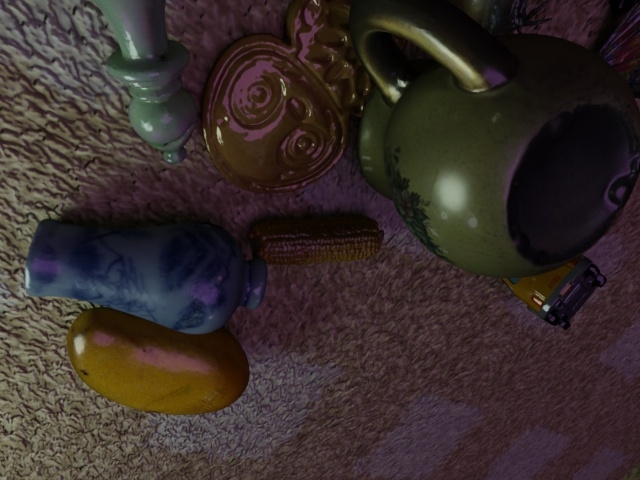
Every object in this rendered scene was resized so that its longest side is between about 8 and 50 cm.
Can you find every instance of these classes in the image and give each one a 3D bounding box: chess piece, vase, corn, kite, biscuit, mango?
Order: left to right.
[{"bbox_3d":[-0.167,-0.188,0.456,0.139,0.139,0.271,-17,136,-15],"label":"chess piece"},{"bbox_3d":[-0.213,0.158,0.650,0.157,0.109,0.262,-43,124,17],"label":"mango"},{"bbox_3d":[-0.014,-0.178,0.577,0.289,0.044,0.202,-39,128,4],"label":"biscuit"},{"bbox_3d":[0.000,0.000,0.676,0.207,0.068,0.068,-4,121,-24],"label":"corn"},{"bbox_3d":[0.142,-0.132,0.519,0.241,0.302,0.329,-44,123,0],"label":"vase"},{"bbox_3d":[0.482,-0.289,0.750,0.183,0.014,0.241,-35,138,12],"label":"kite"}]

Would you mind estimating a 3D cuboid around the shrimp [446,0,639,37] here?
[{"bbox_3d":[0.258,-0.315,0.527,0.272,0.085,0.445,11,135,19],"label":"shrimp"}]

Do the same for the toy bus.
[{"bbox_3d":[0.411,0.071,0.861,0.209,0.136,0.126,21,107,-52],"label":"toy bus"}]

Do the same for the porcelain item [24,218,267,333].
[{"bbox_3d":[-0.195,0.038,0.569,0.259,0.141,0.141,9,116,-19],"label":"porcelain item"}]
